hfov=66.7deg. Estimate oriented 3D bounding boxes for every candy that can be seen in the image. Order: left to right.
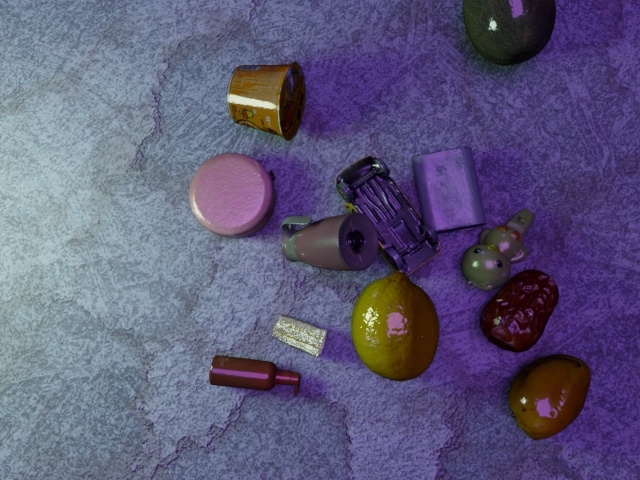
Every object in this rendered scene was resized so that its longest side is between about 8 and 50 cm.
[{"bbox_3d":[-0.246,-0.132,1.398,0.255,0.094,0.255,-1,81,3],"label":"candy"}]

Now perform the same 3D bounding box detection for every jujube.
[{"bbox_3d":[0.531,0.185,1.291,0.155,0.155,0.230,41,76,8],"label":"jujube"}]

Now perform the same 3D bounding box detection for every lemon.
[{"bbox_3d":[0.191,0.228,1.256,0.236,0.236,0.263,-19,74,0],"label":"lemon"}]

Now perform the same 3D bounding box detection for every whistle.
[{"bbox_3d":[0.487,0.016,1.321,0.141,0.141,0.294,36,84,7],"label":"whistle"}]

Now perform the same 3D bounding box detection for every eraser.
[{"bbox_3d":[0.360,-0.138,1.377,0.174,0.081,0.226,-9,82,2],"label":"eraser"}]

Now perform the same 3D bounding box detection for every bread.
[{"bbox_3d":[-0.060,0.257,1.326,0.152,0.105,0.077,21,77,5],"label":"bread"}]

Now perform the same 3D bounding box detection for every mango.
[{"bbox_3d":[0.596,0.394,1.260,0.236,0.136,0.166,-34,78,-8],"label":"mango"}]

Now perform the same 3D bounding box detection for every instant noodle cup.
[{"bbox_3d":[-0.154,-0.404,1.386,0.172,0.216,0.215,12,82,13],"label":"instant noodle cup"}]

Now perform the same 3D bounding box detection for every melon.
[{"bbox_3d":[0.525,-0.648,1.365,0.238,0.237,0.301,-12,79,1],"label":"melon"}]

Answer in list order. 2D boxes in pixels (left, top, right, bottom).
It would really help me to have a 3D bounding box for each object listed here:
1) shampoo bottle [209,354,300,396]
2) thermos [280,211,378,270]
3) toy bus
[{"bbox_3d":[-0.177,0.368,1.328,0.244,0.085,0.085,8,82,3],"label":"shampoo bottle"},{"bbox_3d":[0.000,0.000,1.286,0.176,0.265,0.146,51,56,-29],"label":"thermos"},{"bbox_3d":[0.176,-0.065,1.340,0.144,0.152,0.330,-34,84,-8],"label":"toy bus"}]
